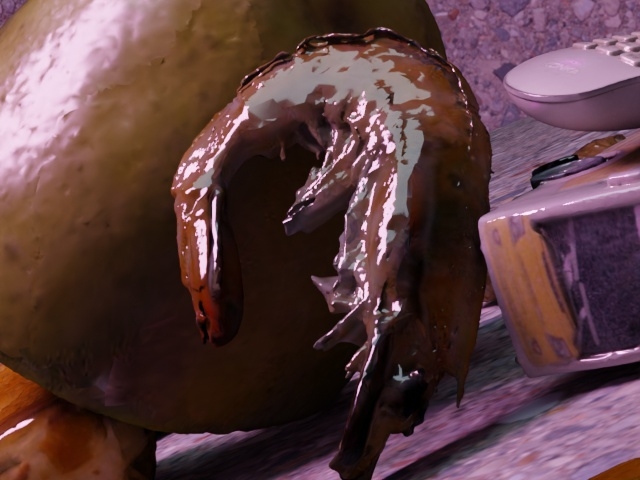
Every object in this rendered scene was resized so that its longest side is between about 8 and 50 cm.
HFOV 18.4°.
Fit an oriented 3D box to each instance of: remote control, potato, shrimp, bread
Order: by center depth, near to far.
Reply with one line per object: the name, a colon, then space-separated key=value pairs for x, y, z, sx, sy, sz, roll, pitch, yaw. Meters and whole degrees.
shrimp: x=0.000 y=-0.001 z=0.980 sx=0.173 sy=0.253 sz=0.058 roll=5 pitch=-28 yaw=15
remote control: x=0.196 y=-0.086 z=1.011 sx=0.229 sy=0.044 sz=0.073 roll=-11 pitch=17 yaw=-28
potato: x=-0.052 y=-0.052 z=1.121 sx=0.280 sy=0.330 sz=0.213 roll=-61 pitch=18 yaw=13
bread: x=-0.193 y=0.141 z=1.176 sx=0.210 sy=0.099 sz=0.235 roll=-25 pitch=10 yaw=5

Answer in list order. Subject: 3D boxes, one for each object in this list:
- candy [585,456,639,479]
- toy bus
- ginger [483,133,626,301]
candy: x=0.090 y=0.093 z=0.578 sx=0.053 sy=0.046 sz=0.182 roll=-25 pitch=-2 yaw=16
toy bus: x=0.222 y=-0.026 z=1.041 sx=0.138 sy=0.097 sz=0.342 roll=-11 pitch=10 yaw=40
ginger: x=0.167 y=-0.011 z=1.351 sx=0.165 sy=0.067 sz=0.096 roll=-39 pitch=10 yaw=-23
